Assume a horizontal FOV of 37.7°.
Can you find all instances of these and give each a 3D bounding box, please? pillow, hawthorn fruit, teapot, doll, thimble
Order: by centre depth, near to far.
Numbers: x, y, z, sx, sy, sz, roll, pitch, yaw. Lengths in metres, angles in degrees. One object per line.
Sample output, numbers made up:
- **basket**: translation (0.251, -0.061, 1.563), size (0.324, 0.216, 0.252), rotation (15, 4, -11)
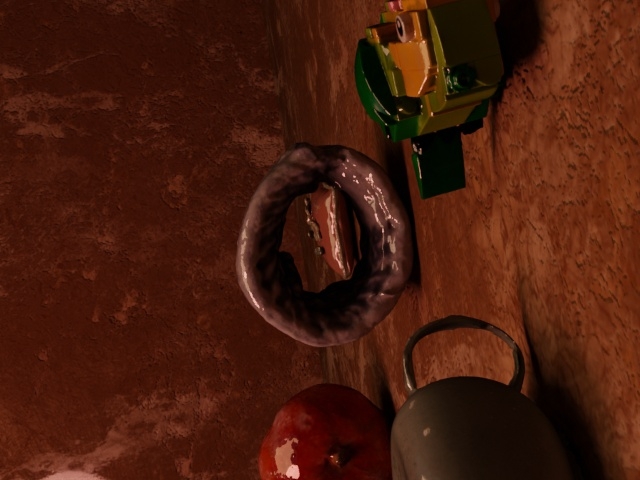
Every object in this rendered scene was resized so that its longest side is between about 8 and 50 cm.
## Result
- **doll**: translation (0.084, -0.123, 0.688), size (0.186, 0.106, 0.134), rotation (102, 153, -74)
- **teapot**: translation (0.125, 0.194, 0.690), size (0.193, 0.130, 0.294), rotation (95, 168, -67)
- **thimble**: translation (0.000, 0.000, 1.176), size (0.157, 0.217, 0.245), rotation (-149, 57, -81)
- **hawthorn fruit**: translation (0.021, 0.349, 1.515), size (0.271, 0.242, 0.241), rotation (110, 151, -72)
- **pillow**: translation (0.016, -0.026, 1.694), size (0.179, 0.075, 0.171), rotation (-129, 31, -77)
